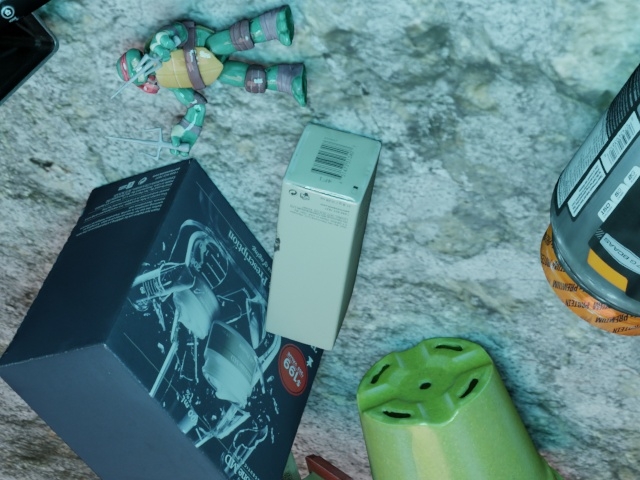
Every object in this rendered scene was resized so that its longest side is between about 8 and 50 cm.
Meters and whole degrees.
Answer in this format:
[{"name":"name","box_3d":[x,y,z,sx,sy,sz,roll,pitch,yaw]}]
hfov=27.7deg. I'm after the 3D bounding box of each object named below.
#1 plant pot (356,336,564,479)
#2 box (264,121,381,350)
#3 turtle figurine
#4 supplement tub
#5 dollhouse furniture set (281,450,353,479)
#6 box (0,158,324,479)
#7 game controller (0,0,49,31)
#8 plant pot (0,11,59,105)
[{"name":"plant pot","box_3d":[0.167,0.275,1.686,0.276,0.276,0.254,-5,120,26]},{"name":"box","box_3d":[0.000,0.000,1.546,0.094,0.113,0.275,16,137,6]},{"name":"turtle figurine","box_3d":[-0.138,-0.184,1.402,0.234,0.118,0.175,-9,148,9]},{"name":"supplement tub","box_3d":[0.359,-0.063,1.264,0.207,0.207,0.338,23,139,-3]},{"name":"dollhouse furniture set","box_3d":[-0.107,0.361,1.754,0.374,0.201,0.152,27,140,51]},{"name":"box","box_3d":[-0.178,0.137,1.609,0.179,0.312,0.343,-13,129,32]},{"name":"game controller","box_3d":[-0.349,-0.284,1.284,0.319,0.067,0.166,-34,117,-6]},{"name":"plant pot","box_3d":[-0.438,-0.223,1.420,0.167,0.188,0.187,14,149,54]}]
